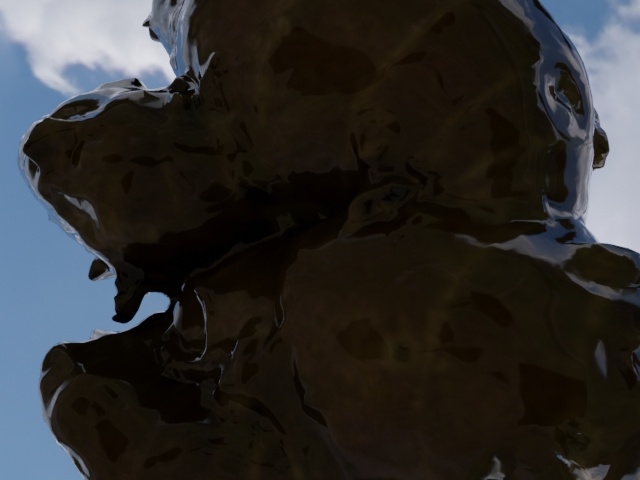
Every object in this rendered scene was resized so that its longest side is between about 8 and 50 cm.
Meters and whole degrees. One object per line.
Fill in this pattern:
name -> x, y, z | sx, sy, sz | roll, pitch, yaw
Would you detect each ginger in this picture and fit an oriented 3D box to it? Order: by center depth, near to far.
ginger -> 0.001, -0.010, 0.475 | 0.274, 0.152, 0.358 | -17, -112, 12
